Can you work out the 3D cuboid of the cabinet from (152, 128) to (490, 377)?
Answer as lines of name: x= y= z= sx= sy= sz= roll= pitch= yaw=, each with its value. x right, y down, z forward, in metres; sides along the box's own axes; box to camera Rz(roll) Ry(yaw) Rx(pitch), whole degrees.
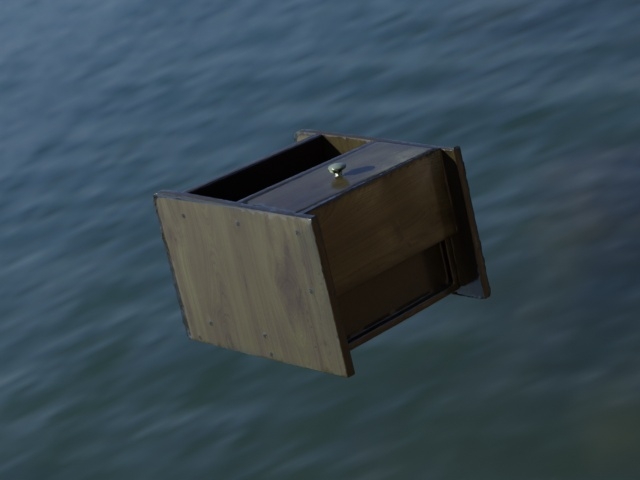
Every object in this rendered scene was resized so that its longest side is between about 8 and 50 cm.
cabinet: x=0.000 y=0.000 z=1.485 sx=0.174 sy=0.148 sz=0.215 roll=-26 pitch=23 yaw=-35
